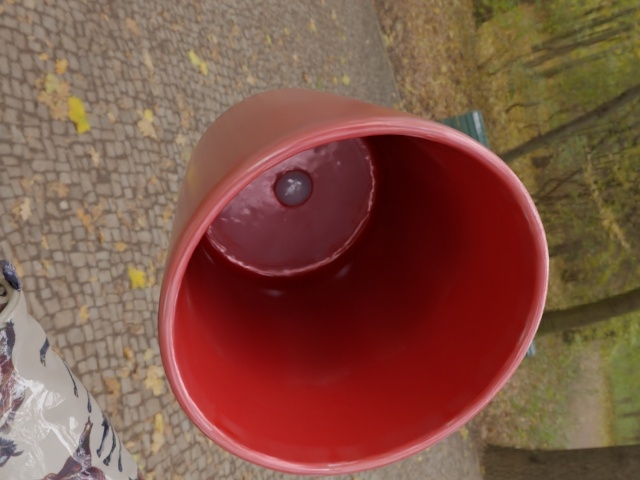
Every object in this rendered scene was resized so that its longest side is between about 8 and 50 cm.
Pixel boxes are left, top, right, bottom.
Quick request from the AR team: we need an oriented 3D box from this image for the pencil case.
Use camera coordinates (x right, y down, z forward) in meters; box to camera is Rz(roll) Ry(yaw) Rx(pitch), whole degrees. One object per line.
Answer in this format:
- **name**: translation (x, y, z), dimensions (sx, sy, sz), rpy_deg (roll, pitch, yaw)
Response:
- **pencil case**: translation (-0.297, 0.223, 0.700), dimensions (0.183, 0.160, 0.410), rpy_deg (-103, 173, -60)

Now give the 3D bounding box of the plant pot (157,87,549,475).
- **plant pot**: translation (0.000, 0.000, 0.526), dimensions (0.275, 0.275, 0.243), rpy_deg (62, -1, -31)
